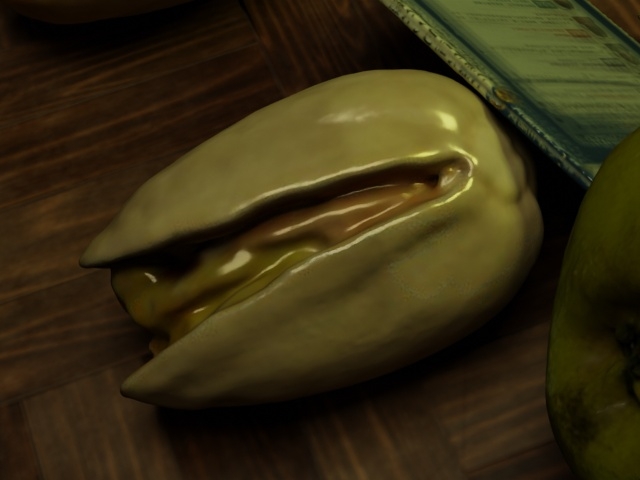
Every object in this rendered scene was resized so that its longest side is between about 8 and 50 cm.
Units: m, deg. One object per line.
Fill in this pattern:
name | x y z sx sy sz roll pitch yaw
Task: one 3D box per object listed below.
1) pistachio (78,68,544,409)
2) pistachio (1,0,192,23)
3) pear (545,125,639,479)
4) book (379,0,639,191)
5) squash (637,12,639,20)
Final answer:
pistachio | 0.000 0.000 0.958 0.299 0.187 0.187 -20 52 -1
pistachio | -0.139 -0.292 1.179 0.309 0.230 0.230 -22 52 -2
pear | 0.300 0.036 0.823 0.375 0.287 0.287 -12 50 -18
book | 0.155 -0.133 1.044 0.228 0.018 0.322 -3 41 -41
squash | 0.305 -0.126 1.059 0.090 0.075 0.200 -35 55 -13
